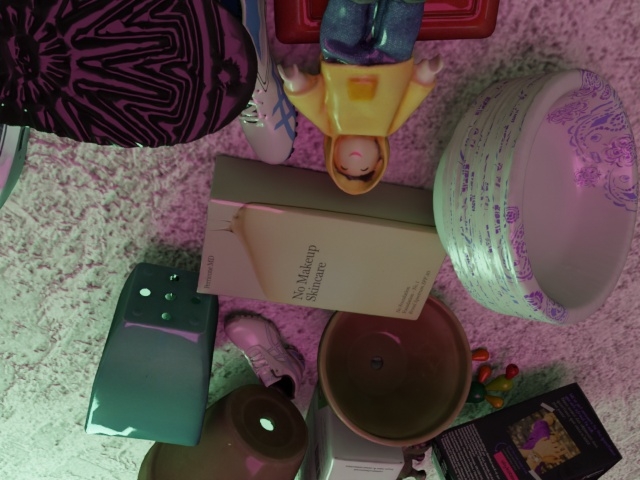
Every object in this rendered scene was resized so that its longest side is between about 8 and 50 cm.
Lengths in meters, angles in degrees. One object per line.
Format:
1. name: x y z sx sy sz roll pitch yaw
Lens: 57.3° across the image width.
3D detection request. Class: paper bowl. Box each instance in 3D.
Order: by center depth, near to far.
1. paper bowl: 0.247 -0.050 0.697 0.148 0.284 0.284 6 143 49

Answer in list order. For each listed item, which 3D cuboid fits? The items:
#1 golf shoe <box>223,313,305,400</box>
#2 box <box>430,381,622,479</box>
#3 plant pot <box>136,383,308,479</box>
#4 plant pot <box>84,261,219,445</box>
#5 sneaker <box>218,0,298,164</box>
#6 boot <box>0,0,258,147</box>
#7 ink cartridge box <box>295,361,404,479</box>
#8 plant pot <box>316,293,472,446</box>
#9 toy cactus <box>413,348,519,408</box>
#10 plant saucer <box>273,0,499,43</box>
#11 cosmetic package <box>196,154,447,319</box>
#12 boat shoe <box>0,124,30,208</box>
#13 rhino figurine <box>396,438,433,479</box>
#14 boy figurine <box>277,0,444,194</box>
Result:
1. golf shoe: -0.086 0.189 0.940 0.069 0.086 0.176 -35 120 21
2. box: 0.346 0.379 1.024 0.270 0.143 0.165 -18 146 -5
3. plant pot: -0.136 0.361 0.960 0.263 0.263 0.229 25 118 -20
4. plant pot: -0.227 0.152 0.837 0.165 0.165 0.234 12 131 -13
5. sneaker: -0.087 -0.188 0.651 0.085 0.086 0.237 11 129 35
6. boot: -0.226 -0.189 0.544 0.348 0.260 0.131 4 115 -3
7. ink cartridge box: 0.038 0.373 1.011 0.117 0.201 0.278 8 126 -10
8. plant pot: 0.104 0.191 0.908 0.237 0.237 0.110 10 165 -11
9. toy cactus: 0.229 0.276 1.028 0.219 0.112 0.180 -11 137 -8
10. plant saucer: 0.076 -0.326 0.595 0.258 0.047 0.259 -2 126 -2
11. cosmetic package: 0.000 0.000 0.791 0.309 0.113 0.160 7 126 -10
12. boat shoe: -0.405 -0.121 0.706 0.083 0.065 0.183 22 116 -16
13. rhino figurine: 0.156 0.434 1.147 0.106 0.073 0.243 19 122 -20
14. boy figurine: 0.040 -0.168 0.647 0.177 0.092 0.285 -1 141 -9
